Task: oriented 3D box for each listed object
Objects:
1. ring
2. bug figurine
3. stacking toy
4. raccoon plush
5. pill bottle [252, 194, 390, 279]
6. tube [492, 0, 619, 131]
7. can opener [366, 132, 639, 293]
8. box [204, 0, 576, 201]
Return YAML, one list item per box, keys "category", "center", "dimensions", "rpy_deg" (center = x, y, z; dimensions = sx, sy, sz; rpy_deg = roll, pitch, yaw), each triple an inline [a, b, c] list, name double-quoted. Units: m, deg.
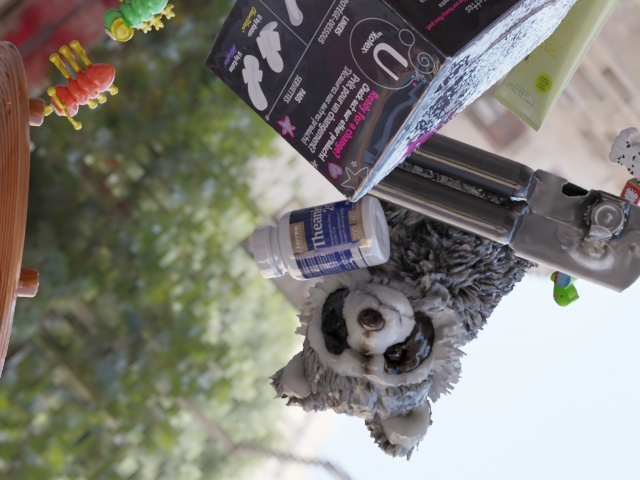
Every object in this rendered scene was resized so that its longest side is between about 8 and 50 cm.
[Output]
- category: "ring"
  center: [-0.266, 0.010, 1.543]
  dimensions: [0.336, 0.032, 0.337]
  rpy_deg: [-173, -90, -69]
- category: "bug figurine"
  center: [-0.303, -0.276, 2.302]
  dimensions: [0.216, 0.279, 0.072]
  rpy_deg: [-38, -152, 6]
- category: "stacking toy"
  center: [0.323, -0.035, 1.939]
  dimensions: [0.167, 0.052, 0.221]
  rpy_deg: [-20, 142, -46]
- category: "raccoon plush"
  center: [0.133, 0.075, 2.011]
  dimensions: [0.446, 0.216, 0.299]
  rpy_deg: [22, 89, -58]
- category: "pill bottle"
  center: [0.000, 0.000, 1.832]
  dimensions: [0.120, 0.067, 0.067]
  rpy_deg: [-12, -164, 14]
- category: "tube"
  center: [0.298, -0.250, 2.337]
  dimensions: [0.240, 0.062, 0.070]
  rpy_deg: [-57, -175, 13]
- category: "can opener"
  center: [0.145, -0.033, 1.644]
  dimensions: [0.095, 0.283, 0.076]
  rpy_deg: [101, 9, -89]
- category: "box"
  center: [0.072, -0.168, 1.260]
  dimensions: [0.247, 0.142, 0.163]
  rpy_deg: [-39, 169, -38]
